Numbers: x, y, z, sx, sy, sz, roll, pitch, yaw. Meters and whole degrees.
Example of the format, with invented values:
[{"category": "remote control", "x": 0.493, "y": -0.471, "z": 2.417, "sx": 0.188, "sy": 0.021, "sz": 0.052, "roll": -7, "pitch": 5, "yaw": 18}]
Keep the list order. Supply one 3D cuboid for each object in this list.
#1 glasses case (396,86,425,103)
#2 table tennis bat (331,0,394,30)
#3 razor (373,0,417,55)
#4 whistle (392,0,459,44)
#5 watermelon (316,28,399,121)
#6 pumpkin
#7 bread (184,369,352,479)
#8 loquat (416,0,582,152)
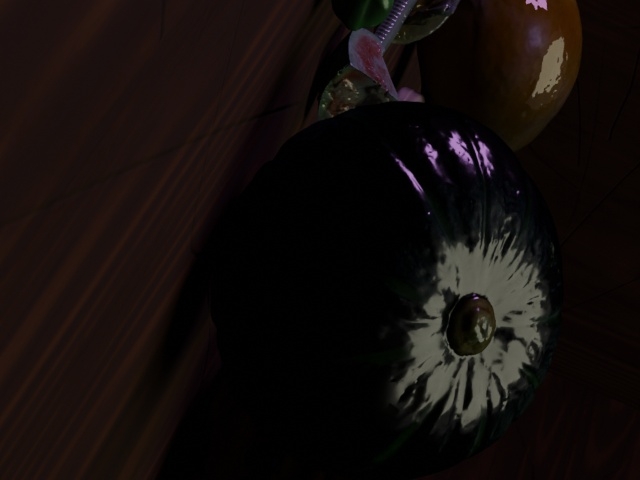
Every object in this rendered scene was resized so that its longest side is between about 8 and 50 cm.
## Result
[{"category": "glasses case", "x": 0.061, "y": -0.064, "z": 1.956, "sx": 0.081, "sy": 0.051, "sz": 0.204, "roll": -39, "pitch": 151, "yaw": -75}, {"category": "table tennis bat", "x": 0.049, "y": -0.212, "z": 1.261, "sx": 0.257, "sy": 0.039, "sz": 0.160, "roll": -69, "pitch": 180, "yaw": -56}, {"category": "razor", "x": 0.065, "y": -0.194, "z": 1.506, "sx": 0.084, "sy": 0.036, "sz": 0.211, "roll": 100, "pitch": 13, "yaw": -61}, {"category": "whistle", "x": 0.127, "y": -0.267, "z": 1.686, "sx": 0.057, "sy": 0.068, "sz": 0.326, "roll": 64, "pitch": 30, "yaw": -22}, {"category": "watermelon", "x": 0.034, "y": -0.118, "z": 1.347, "sx": 0.085, "sy": 0.061, "sz": 0.085, "roll": -56, "pitch": 169, "yaw": -17}, {"category": "pumpkin", "x": 0.027, "y": 0.027, "z": 1.219, "sx": 0.248, "sy": 0.248, "sz": 0.248, "roll": 23, "pitch": 90, "yaw": -85}, {"category": "bread", "x": -0.014, "y": 0.155, "z": 1.489, "sx": 0.324, "sy": 0.167, "sz": 0.277, "roll": -82, "pitch": -168, "yaw": -72}, {"category": "loquat", "x": 0.187, "y": -0.195, "z": 1.972, "sx": 0.179, "sy": 0.179, "sz": 0.227, "roll": -56, "pitch": 154, "yaw": -67}]
